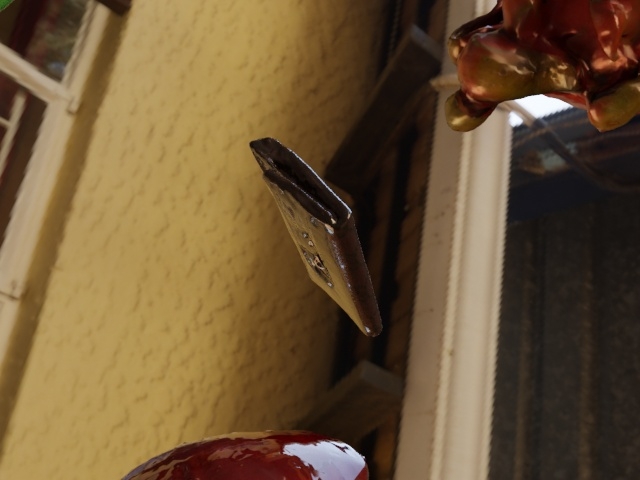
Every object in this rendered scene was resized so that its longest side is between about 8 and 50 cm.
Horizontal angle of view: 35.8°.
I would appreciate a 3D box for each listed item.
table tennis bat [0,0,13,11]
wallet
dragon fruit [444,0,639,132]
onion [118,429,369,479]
[{"bbox_3d":[-0.106,-0.135,0.289,0.039,0.257,0.160,12,-71,61],"label":"table tennis bat"},{"bbox_3d":[0.000,0.000,1.163,0.049,0.229,0.182,-35,-131,-11],"label":"wallet"},{"bbox_3d":[0.157,-0.119,0.549,0.208,0.150,0.133,-29,-106,-9],"label":"dragon fruit"},{"bbox_3d":[-0.077,0.326,0.817,0.341,0.341,0.341,-28,-132,36],"label":"onion"}]
